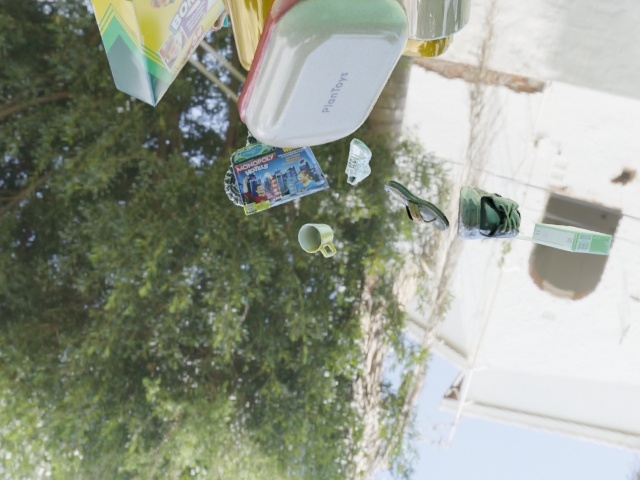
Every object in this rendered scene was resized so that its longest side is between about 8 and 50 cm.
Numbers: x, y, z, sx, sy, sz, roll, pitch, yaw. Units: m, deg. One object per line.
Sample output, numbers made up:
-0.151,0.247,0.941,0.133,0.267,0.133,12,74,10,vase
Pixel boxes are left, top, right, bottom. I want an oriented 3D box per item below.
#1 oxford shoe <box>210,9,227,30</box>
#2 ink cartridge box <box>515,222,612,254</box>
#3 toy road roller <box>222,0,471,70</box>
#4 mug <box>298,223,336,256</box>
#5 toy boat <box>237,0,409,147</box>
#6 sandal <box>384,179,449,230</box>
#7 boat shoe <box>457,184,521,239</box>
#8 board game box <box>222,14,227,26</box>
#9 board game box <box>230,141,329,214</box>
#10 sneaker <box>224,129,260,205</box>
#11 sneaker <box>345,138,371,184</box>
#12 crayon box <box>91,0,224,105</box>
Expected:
-0.210,-0.595,1.687,0.076,0.212,0.076,26,-166,4,oxford shoe
0.587,-0.014,1.794,0.171,0.056,0.235,4,-170,-40,ink cartridge box
0.019,-0.324,0.918,0.329,0.202,0.240,12,-131,19,toy road roller
-0.003,-0.002,1.532,0.062,0.078,0.064,-8,-176,34,mug
-0.014,-0.209,0.771,0.151,0.231,0.151,-7,-119,-26,toy boat
0.259,-0.088,1.958,0.219,0.090,0.060,37,-105,9,sandal
0.410,-0.065,1.684,0.130,0.132,0.355,3,-175,23,boat shoe
-0.347,-0.637,1.831,0.210,0.160,0.047,-2,-165,-6,board game box
-0.090,-0.168,1.477,0.194,0.194,0.060,-19,-135,-9,board game box
-0.109,-0.233,1.729,0.130,0.330,0.147,43,-156,18,sneaker
0.093,-0.194,1.782,0.053,0.152,0.061,33,-113,25,sneaker
-0.297,-0.506,1.413,0.106,0.313,0.363,25,-113,5,crayon box
